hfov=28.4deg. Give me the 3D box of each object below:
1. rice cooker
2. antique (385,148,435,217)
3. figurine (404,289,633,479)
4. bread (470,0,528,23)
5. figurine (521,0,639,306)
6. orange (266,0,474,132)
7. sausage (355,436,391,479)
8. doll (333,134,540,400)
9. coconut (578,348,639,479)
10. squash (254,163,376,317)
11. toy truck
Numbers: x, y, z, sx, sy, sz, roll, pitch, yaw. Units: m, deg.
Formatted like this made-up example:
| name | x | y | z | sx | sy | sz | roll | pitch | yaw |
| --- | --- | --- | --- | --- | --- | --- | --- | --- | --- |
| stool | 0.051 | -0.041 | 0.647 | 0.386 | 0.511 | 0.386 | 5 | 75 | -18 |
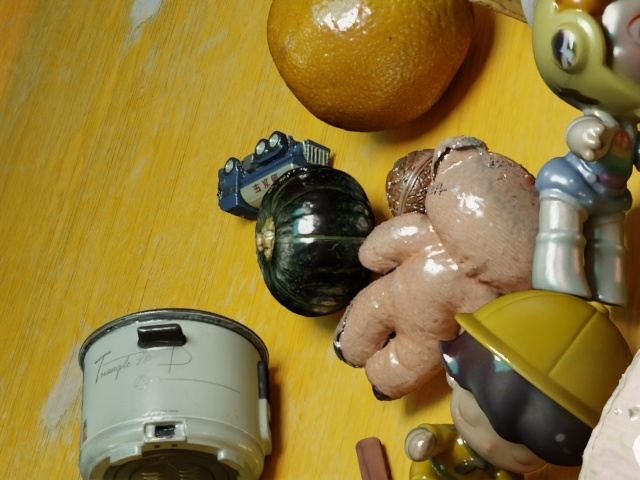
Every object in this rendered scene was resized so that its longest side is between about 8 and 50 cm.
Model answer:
| name | x | y | z | sx | sy | sz | roll | pitch | yaw |
| --- | --- | --- | --- | --- | --- | --- | --- | --- | --- |
| rice cooker | -0.182 | 0.203 | 1.573 | 0.280 | 0.241 | 0.227 | 83 | -178 | -54 |
| antique | 0.121 | -0.058 | 1.458 | 0.104 | 0.104 | 0.104 | -35 | 41 | 37 |
| figurine | 0.174 | 0.156 | 1.146 | 0.257 | 0.192 | 0.167 | -53 | 13 | 34 |
| bread | 0.275 | -0.359 | 1.400 | 0.274 | 0.149 | 0.274 | -51 | 23 | 31 |
| figurine | 0.255 | -0.135 | 1.195 | 0.205 | 0.224 | 0.382 | 3 | 66 | 63 |
| orange | 0.064 | -0.264 | 1.564 | 0.264 | 0.264 | 0.264 | -35 | 41 | 37 |
| sausage | 0.063 | 0.269 | 1.359 | 0.030 | 0.035 | 0.147 | -19 | 44 | 6 |
| doll | 0.141 | 0.037 | 1.342 | 0.303 | 0.201 | 0.156 | -49 | -8 | 30 |
| coconut | 0.320 | 0.170 | 0.735 | 0.404 | 0.404 | 0.405 | -35 | 41 | 37 |
| squash | -0.006 | 0.000 | 1.552 | 0.193 | 0.156 | 0.193 | -6 | 83 | 50 |
| toy truck | -0.064 | -0.091 | 1.788 | 0.201 | 0.074 | 0.088 | -23 | 57 | 45 |
